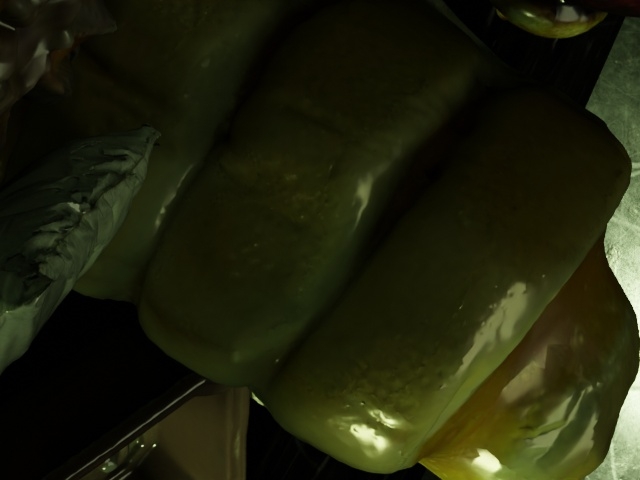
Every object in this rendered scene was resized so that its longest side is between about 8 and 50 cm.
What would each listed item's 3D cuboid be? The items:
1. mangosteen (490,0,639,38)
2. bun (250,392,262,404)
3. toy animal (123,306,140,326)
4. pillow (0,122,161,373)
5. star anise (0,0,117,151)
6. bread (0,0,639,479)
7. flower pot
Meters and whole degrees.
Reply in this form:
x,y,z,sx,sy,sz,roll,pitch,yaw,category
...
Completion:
x,y,z,sx,sy,sz,roll,pitch,yaw,category
0.189,-0.273,1.172,0.347,0.307,0.307,-46,-176,46,mangosteen
0.000,0.000,1.103,0.220,0.220,0.134,-51,179,-44,bun
-0.103,0.109,1.224,0.186,0.093,0.214,-64,161,-19,toy animal
-0.124,0.019,0.641,0.128,0.051,0.229,-35,-169,13,pillow
-0.139,-0.095,0.582,0.332,0.117,0.332,-62,177,-5,star anise
0.018,-0.021,0.861,0.210,0.341,0.300,-58,163,6,bread
-0.137,0.143,1.070,0.179,0.084,0.251,-36,157,-22,flower pot
